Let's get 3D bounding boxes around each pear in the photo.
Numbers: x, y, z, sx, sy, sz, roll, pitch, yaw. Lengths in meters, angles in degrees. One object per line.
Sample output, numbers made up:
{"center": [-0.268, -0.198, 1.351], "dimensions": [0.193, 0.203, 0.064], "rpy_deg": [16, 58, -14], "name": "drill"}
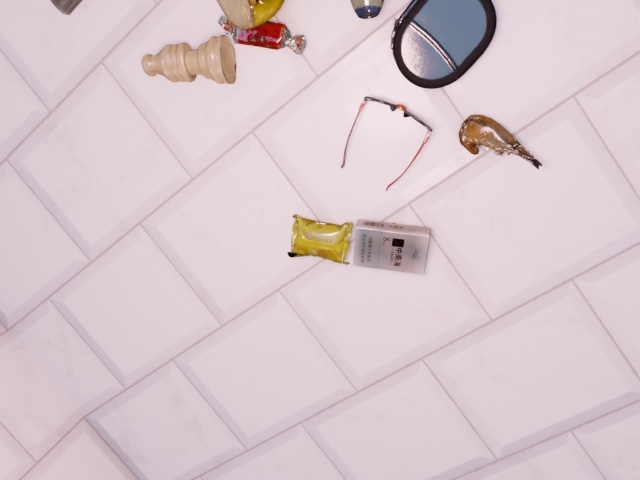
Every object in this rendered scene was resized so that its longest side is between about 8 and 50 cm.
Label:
{"center": [-0.203, -0.795, 1.407], "dimensions": [0.192, 0.340, 0.386], "rpy_deg": [-27, 71, -18], "name": "pear"}

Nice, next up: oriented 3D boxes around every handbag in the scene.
{"center": [0.348, -0.589, 1.434], "dimensions": [0.254, 0.093, 0.308], "rpy_deg": [40, 111, -8], "name": "handbag"}

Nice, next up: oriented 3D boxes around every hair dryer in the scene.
{"center": [0.188, -0.817, 1.418], "dimensions": [0.299, 0.119, 0.295], "rpy_deg": [-24, 97, 2], "name": "hair dryer"}

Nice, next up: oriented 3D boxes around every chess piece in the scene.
{"center": [-0.433, -0.573, 1.605], "dimensions": [0.308, 0.139, 0.123], "rpy_deg": [3, 75, 14], "name": "chess piece"}

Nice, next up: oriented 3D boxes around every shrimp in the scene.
{"center": [0.537, -0.280, 1.518], "dimensions": [0.262, 0.066, 0.117], "rpy_deg": [43, 126, 11], "name": "shrimp"}

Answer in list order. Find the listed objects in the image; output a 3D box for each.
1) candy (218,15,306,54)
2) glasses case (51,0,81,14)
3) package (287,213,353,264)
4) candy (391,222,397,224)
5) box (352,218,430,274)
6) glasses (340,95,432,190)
{"center": [-0.184, -0.640, 1.557], "dimensions": [0.293, 0.059, 0.086], "rpy_deg": [13, 108, 7], "name": "candy"}
{"center": [-0.791, -0.832, 1.631], "dimensions": [0.205, 0.047, 0.070], "rpy_deg": [-34, 99, 19], "name": "glasses case"}
{"center": [0.000, 0.000, 1.706], "dimensions": [0.227, 0.090, 0.168], "rpy_deg": [11, 112, 11], "name": "package"}
{"center": [0.219, -0.041, 1.686], "dimensions": [0.083, 0.023, 0.025], "rpy_deg": [-13, 113, 26], "name": "candy"}
{"center": [0.233, 0.022, 1.661], "dimensions": [0.243, 0.067, 0.155], "rpy_deg": [8, 122, 9], "name": "box"}
{"center": [0.194, -0.296, 1.556], "dimensions": [0.234, 0.118, 0.268], "rpy_deg": [26, 111, 1], "name": "glasses"}
